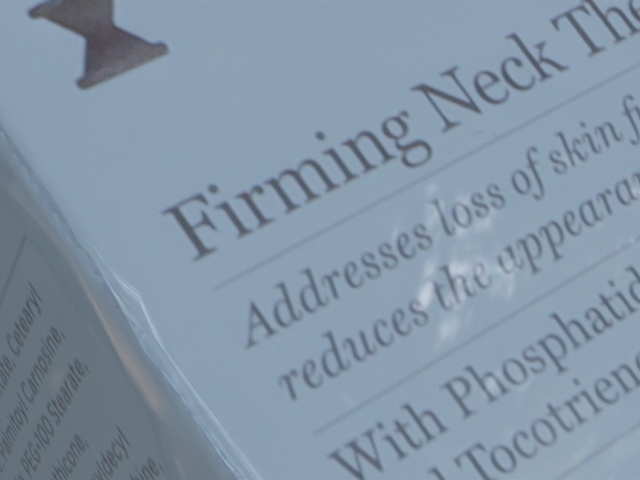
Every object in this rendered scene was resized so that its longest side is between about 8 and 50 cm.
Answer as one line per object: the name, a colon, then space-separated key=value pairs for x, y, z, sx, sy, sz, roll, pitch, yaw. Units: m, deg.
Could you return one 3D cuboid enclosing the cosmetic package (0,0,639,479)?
cosmetic package: x=0.000 y=0.000 z=0.663 sx=0.329 sy=0.393 sz=0.327 roll=-28 pitch=165 yaw=-30
